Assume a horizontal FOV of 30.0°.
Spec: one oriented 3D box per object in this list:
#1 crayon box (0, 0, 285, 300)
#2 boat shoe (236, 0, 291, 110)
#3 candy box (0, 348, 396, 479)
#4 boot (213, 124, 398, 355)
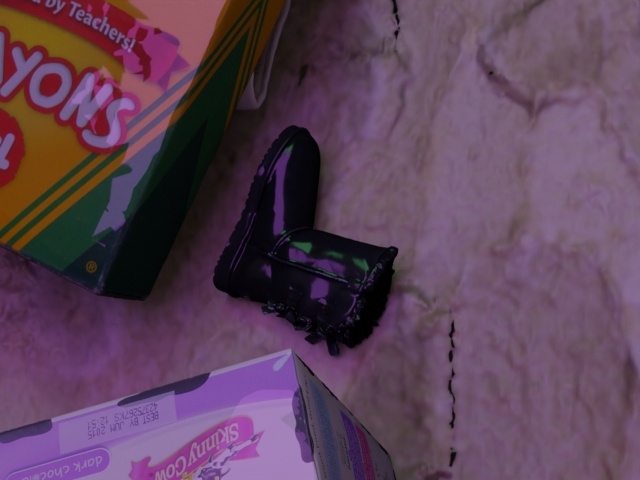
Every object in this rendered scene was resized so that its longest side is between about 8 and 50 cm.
[{"bbox_3d":[-0.135,-0.149,0.711,0.202,0.081,0.318,24,90,14],"label":"crayon box"},{"bbox_3d":[-0.024,-0.213,0.785,0.096,0.098,0.277,19,86,16],"label":"boat shoe"},{"bbox_3d":[-0.056,0.133,0.586,0.165,0.196,0.070,-16,64,9],"label":"candy box"},{"bbox_3d":[0.000,0.000,0.712,0.099,0.045,0.121,21,82,26],"label":"boot"}]
